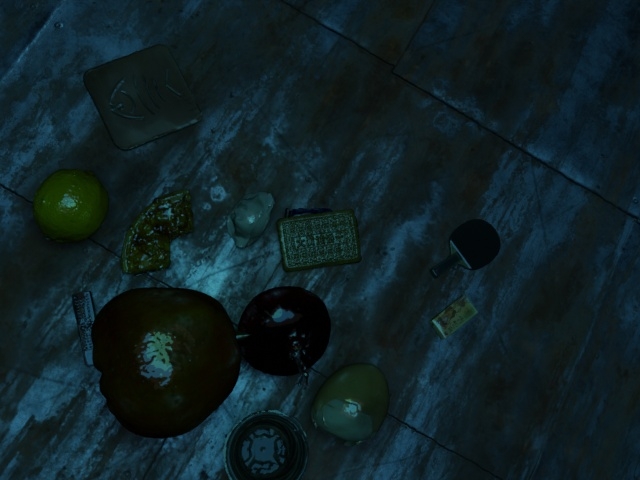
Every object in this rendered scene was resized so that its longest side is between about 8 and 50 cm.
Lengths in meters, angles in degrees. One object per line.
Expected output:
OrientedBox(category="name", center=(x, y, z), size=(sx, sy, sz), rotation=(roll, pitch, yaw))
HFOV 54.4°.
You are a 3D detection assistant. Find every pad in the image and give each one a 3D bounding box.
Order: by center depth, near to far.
OrientedBox(category="pad", center=(-0.548, -0.445, 1.923), size=(0.284, 0.018, 0.286), rotation=(-26, 83, -15))

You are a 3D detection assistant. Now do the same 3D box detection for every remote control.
OrientedBox(category="remote control", center=(-0.654, 0.246, 1.754), size=(0.059, 0.028, 0.211), rotation=(-12, 80, -9))

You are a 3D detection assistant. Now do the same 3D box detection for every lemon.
OrientedBox(category="lemon", center=(-0.695, -0.096, 1.734), size=(0.192, 0.192, 0.231), rotation=(28, 75, -4))

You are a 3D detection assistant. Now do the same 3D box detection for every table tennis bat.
OrientedBox(category="table tennis bat", center=(0.465, 0.035, 2.011), size=(0.274, 0.021, 0.154), rotation=(-33, 85, -17))

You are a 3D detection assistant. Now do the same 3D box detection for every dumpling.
OrientedBox(category="dumpling", center=(-0.219, -0.072, 1.870), size=(0.127, 0.108, 0.187), rotation=(29, 91, 20))

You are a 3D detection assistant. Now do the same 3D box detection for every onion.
OrientedBox(category="onion", center=(-0.089, 0.266, 1.732), size=(0.273, 0.285, 0.272), rotation=(-8, 115, -18))

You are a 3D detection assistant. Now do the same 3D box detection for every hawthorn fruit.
OrientedBox(category="hawthorn fruit", center=(-0.372, 0.296, 1.610), size=(0.404, 0.403, 0.402), rotation=(2, 78, -10))

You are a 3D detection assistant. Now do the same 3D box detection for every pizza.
OrientedBox(category="pizza", center=(-0.469, -0.024, 1.816), size=(0.161, 0.085, 0.305), rotation=(34, 76, -3))

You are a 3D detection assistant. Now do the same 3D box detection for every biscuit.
OrientedBox(category="biscuit", center=(0.000, 0.000, 1.916), size=(0.255, 0.029, 0.172), rotation=(-8, 87, -12))

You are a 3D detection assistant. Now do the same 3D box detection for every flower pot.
OrientedBox(category="flower pot", center=(-0.153, 0.582, 1.717), size=(0.236, 0.140, 0.235), rotation=(3, 77, -12))

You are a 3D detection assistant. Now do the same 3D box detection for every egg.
OrientedBox(category="egg", center=(0.093, 0.455, 1.761), size=(0.201, 0.201, 0.244), rotation=(40, 63, -1))

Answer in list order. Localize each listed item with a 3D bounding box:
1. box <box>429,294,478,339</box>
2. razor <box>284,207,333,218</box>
OrientedBox(category="box", center=(0.418, 0.240, 1.958), size=(0.149, 0.020, 0.073), rotation=(-36, 87, -15))
OrientedBox(category="razor", center=(-0.036, -0.090, 1.939), size=(0.155, 0.044, 0.028), rotation=(-4, 35, -15))
